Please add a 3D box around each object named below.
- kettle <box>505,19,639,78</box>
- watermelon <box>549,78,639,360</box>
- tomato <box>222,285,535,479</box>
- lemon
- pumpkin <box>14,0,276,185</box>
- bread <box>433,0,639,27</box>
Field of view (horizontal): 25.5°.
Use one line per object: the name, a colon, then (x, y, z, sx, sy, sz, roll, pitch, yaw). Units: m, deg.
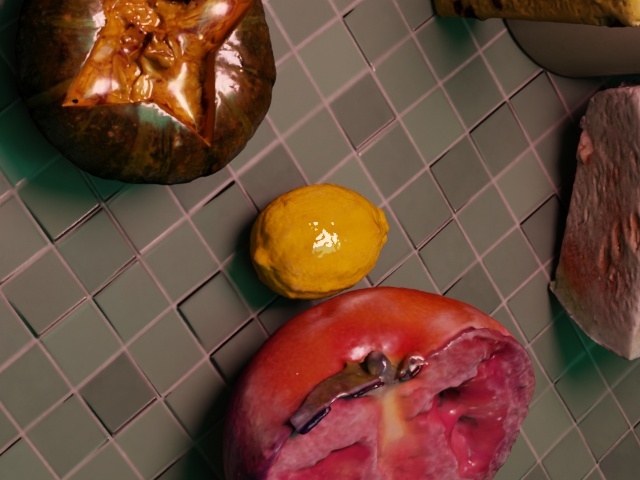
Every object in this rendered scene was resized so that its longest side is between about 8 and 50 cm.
kettle: (0.413, -0.329, 1.427, 0.250, 0.376, 0.361, 40, 77, -27)
watermelon: (0.372, -0.078, 1.502, 0.387, 0.228, 0.258, -51, 134, -3)
tomato: (0.033, 0.179, 1.398, 0.335, 0.176, 0.289, -27, 134, -23)
lemon: (0.000, 0.000, 1.383, 0.155, 0.114, 0.114, -19, 105, -30)
pumpkin: (-0.156, -0.162, 1.249, 0.238, 0.159, 0.238, 1, 84, -13)
bread: (0.210, -0.274, 1.328, 0.077, 0.361, 0.138, -14, 105, -21)
